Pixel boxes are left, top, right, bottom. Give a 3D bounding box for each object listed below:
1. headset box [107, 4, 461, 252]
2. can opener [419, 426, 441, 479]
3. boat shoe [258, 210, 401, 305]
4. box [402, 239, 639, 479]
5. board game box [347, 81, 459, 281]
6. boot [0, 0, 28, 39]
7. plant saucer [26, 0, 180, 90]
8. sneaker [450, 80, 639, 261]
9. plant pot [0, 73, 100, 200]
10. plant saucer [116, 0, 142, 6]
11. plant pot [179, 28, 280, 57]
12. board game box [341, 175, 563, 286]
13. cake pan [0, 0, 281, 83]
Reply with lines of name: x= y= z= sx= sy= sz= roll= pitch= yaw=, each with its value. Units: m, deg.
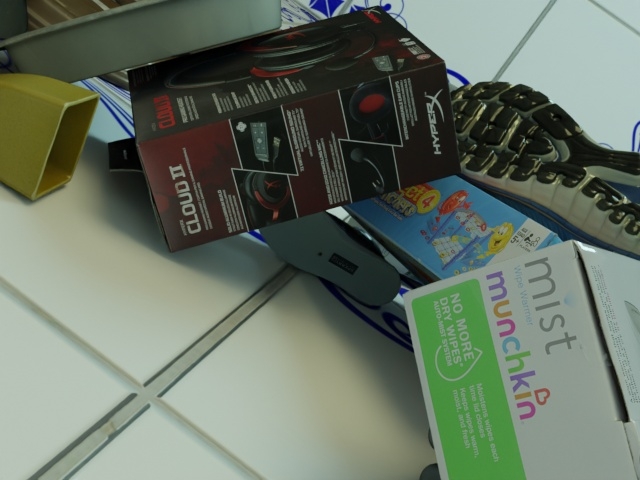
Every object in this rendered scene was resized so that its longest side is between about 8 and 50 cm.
headset box: x=-0.048 y=-0.107 z=0.911 sx=0.218 sy=0.293 sz=0.110 roll=-114 pitch=-170 yaw=-62
can opener: x=0.165 y=0.189 z=0.840 sx=0.093 sy=0.074 sz=0.280 roll=5 pitch=-8 yaw=37
boat shoe: x=0.000 y=0.000 z=1.037 sx=0.183 sy=0.065 sz=0.083 roll=36 pitch=10 yaw=-23
box: x=0.185 y=0.149 z=0.641 sx=0.231 sy=0.127 sz=0.261 roll=10 pitch=65 yaw=-54
board game box: x=0.215 y=-0.032 z=1.247 sx=0.303 sy=0.224 sz=0.097 roll=25 pitch=10 yaw=-31
boot: x=-0.362 y=-0.268 z=1.017 sx=0.115 sy=0.112 sz=0.305 roll=-8 pitch=27 yaw=-5
plant saucer: x=-0.286 y=-0.271 z=1.262 sx=0.278 sy=0.041 sz=0.278 roll=32 pitch=16 yaw=-10
sneaker: x=0.222 y=-0.036 z=0.958 sx=0.330 sy=0.130 sz=0.147 roll=34 pitch=-28 yaw=29
plant pot: x=-0.236 y=-0.091 z=0.786 sx=0.083 sy=0.081 sz=0.081 roll=23 pitch=16 yaw=1
plant saucer: x=-0.270 y=-0.371 z=1.596 sx=0.168 sy=0.029 sz=0.168 roll=33 pitch=16 yaw=-11
plant pot: x=-0.149 y=-0.284 z=1.356 sx=0.110 sy=0.237 sz=0.237 roll=-22 pitch=47 yaw=-22
board game box: x=0.188 y=0.056 z=0.984 sx=0.302 sy=0.086 sz=0.308 roll=42 pitch=-1 yaw=-34
cake pan: x=-0.167 y=-0.203 z=0.975 sx=0.293 sy=0.293 sz=0.054 roll=-64 pitch=140 yaw=-74
